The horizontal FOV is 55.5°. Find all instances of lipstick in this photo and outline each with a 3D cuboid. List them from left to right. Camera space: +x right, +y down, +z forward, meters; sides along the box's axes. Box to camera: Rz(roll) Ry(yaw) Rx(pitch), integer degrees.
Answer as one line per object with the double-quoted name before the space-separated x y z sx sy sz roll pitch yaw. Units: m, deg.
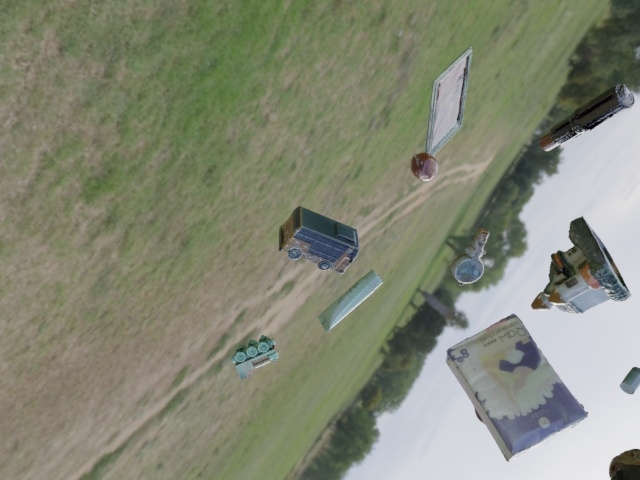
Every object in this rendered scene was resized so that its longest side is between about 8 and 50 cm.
"lipstick" 0.728 -0.332 1.694 0.081 0.081 0.299 -49 -173 -29

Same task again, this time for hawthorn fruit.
"hawthorn fruit" 0.239 -0.181 1.451 0.103 0.067 0.067 17 110 -53

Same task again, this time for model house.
"model house" 0.763 0.116 1.890 0.301 0.190 0.271 -40 -154 27

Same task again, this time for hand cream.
"hand cream" 0.079 0.161 1.641 0.205 0.050 0.078 -41 -145 4

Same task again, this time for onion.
"onion" 1.048 0.738 1.891 0.195 0.272 0.272 -64 168 11

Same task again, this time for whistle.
"whistle" 0.504 0.057 2.029 0.057 0.107 0.220 -93 -164 -58

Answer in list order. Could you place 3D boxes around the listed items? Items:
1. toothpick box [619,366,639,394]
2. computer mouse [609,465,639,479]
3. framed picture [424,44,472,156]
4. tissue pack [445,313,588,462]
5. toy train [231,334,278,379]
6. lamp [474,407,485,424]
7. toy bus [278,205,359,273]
"toothpick box" 1.044 0.468 2.033 0.083 0.052 0.052 -39 163 -25
"computer mouse" 0.838 0.725 1.596 0.087 0.168 0.295 -27 119 -72
"framed picture" 0.357 -0.373 1.695 0.216 0.016 0.273 -46 149 -31
"tissue pack" 0.537 0.404 1.712 0.242 0.344 0.125 -27 151 -5
"toy train" -0.236 0.426 2.236 0.176 0.118 0.074 -23 -163 2
"lamp" 0.603 0.539 1.949 0.180 0.258 0.180 -14 116 -31
"toy bus" 0.000 0.000 2.237 0.167 0.275 0.138 -50 -152 35
